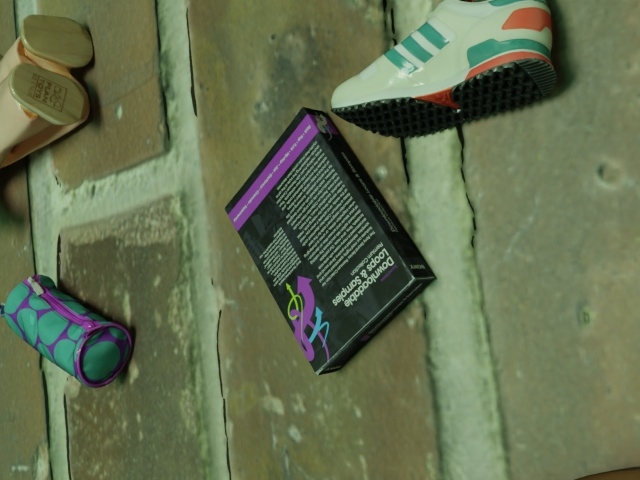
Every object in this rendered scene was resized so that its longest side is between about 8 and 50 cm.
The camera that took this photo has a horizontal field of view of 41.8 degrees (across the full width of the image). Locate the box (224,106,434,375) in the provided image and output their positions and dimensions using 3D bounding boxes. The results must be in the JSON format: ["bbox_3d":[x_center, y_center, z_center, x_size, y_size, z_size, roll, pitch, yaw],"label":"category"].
[{"bbox_3d":[0.000,0.000,0.616,0.116,0.029,0.162,-48,59,32],"label":"box"}]

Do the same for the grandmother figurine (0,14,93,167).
[{"bbox_3d":[-0.370,-0.103,0.911,0.342,0.104,0.207,-24,46,42],"label":"grandmother figurine"}]

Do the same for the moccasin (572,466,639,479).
[{"bbox_3d":[0.072,0.222,0.467,0.380,0.147,0.139,-28,71,38],"label":"moccasin"}]

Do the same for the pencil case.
[{"bbox_3d":[-0.249,0.085,0.814,0.152,0.064,0.070,22,129,39],"label":"pencil case"}]

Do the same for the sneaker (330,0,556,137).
[{"bbox_3d":[0.077,-0.117,0.539,0.161,0.057,0.075,-9,67,43],"label":"sneaker"}]
